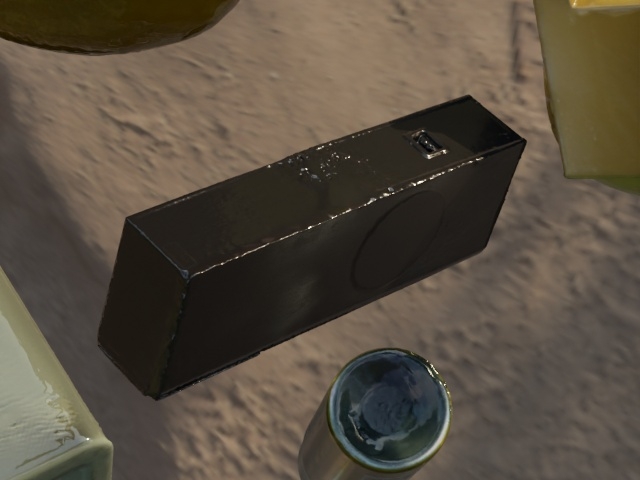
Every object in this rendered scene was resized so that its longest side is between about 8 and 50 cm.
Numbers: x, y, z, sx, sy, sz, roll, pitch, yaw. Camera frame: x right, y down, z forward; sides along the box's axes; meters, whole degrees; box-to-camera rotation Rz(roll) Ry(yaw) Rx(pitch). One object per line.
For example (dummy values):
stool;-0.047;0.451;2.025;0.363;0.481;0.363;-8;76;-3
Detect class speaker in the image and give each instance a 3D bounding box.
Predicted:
speaker;0.000;0.000;0.911;0.218;0.044;0.082;-21;143;-39

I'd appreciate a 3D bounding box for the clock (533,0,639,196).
clock;0.252;-0.166;1.021;0.244;0.317;0.200;3;138;20

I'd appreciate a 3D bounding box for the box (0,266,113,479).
box;-0.402;0.144;1.643;0.352;0.344;0.177;-26;152;-24

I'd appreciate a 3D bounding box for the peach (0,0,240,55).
peach;-0.108;-0.208;0.866;0.251;0.153;0.251;4;108;12

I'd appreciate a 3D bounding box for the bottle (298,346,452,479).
bottle;0.032;0.139;1.350;0.082;0.286;0.082;1;76;-4
